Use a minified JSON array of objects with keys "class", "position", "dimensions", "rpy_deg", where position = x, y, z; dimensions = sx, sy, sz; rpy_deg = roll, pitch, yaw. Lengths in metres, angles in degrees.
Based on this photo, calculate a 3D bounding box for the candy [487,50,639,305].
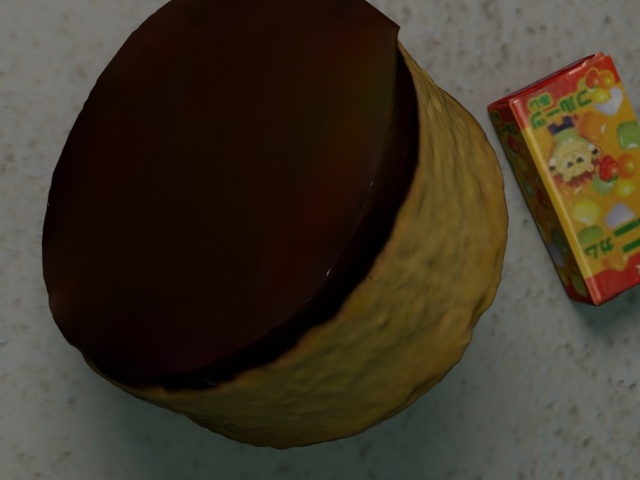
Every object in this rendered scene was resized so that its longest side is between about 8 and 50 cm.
[{"class":"candy","position":[0.143,-0.033,0.587],"dimensions":[0.062,0.038,0.122],"rpy_deg":[-27,99,-10]}]

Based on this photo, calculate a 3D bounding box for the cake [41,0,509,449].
[{"class":"cake","position":[0.000,0.000,0.491],"dimensions":[0.178,0.208,0.185],"rpy_deg":[27,45,-45]}]
